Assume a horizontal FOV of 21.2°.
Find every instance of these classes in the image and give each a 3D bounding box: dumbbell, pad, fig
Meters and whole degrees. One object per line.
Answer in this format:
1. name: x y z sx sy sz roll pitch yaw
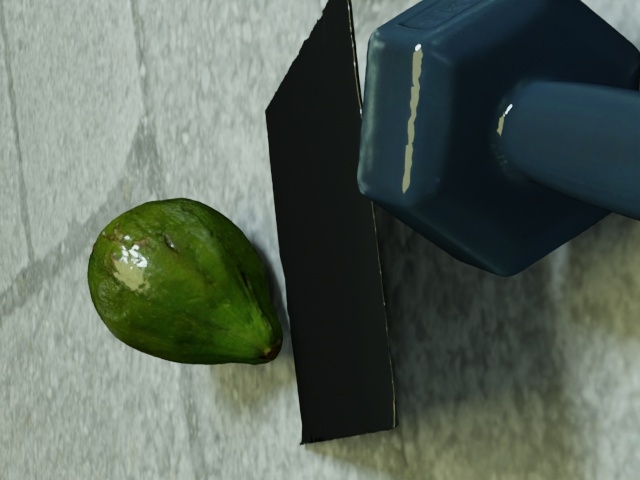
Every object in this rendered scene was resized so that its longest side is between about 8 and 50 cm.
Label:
1. dumbbell: 0.147 -0.037 0.770 0.316 0.144 0.156 24 112 59
2. pad: 0.000 0.000 1.062 0.367 0.007 0.247 136 129 -78
3. fig: -0.092 0.046 1.250 0.156 0.123 0.123 48 133 34
